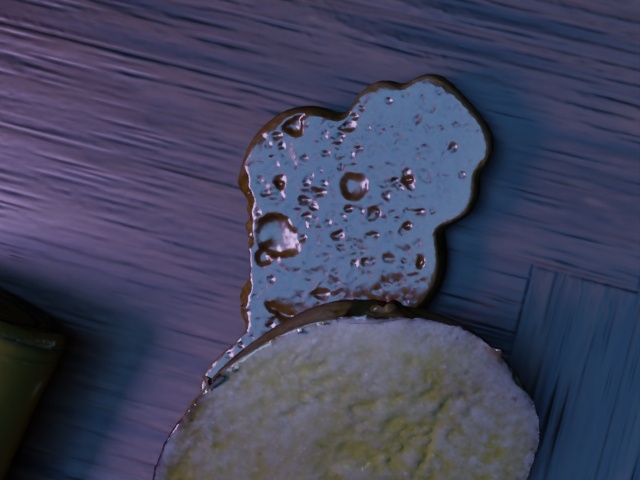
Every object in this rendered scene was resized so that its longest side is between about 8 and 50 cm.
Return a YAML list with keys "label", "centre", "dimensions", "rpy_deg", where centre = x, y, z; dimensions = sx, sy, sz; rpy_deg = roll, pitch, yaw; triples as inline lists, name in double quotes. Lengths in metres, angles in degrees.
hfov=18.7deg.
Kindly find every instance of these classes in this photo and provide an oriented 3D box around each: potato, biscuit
- label: "potato"
  centre: [0.010, 0.145, 1.467]
  dimensions: [0.299, 0.116, 0.239]
  rpy_deg: [-36, 116, 11]
- label: "biscuit"
  centre: [0.007, 0.007, 1.527]
  dimensions: [0.183, 0.047, 0.319]
  rpy_deg: [25, 95, 11]

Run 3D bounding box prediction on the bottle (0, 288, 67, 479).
- label: "bottle"
  centre: [-0.346, 0.198, 1.530]
  dimensions: [0.171, 0.171, 0.351]
  rpy_deg: [26, 93, 11]
